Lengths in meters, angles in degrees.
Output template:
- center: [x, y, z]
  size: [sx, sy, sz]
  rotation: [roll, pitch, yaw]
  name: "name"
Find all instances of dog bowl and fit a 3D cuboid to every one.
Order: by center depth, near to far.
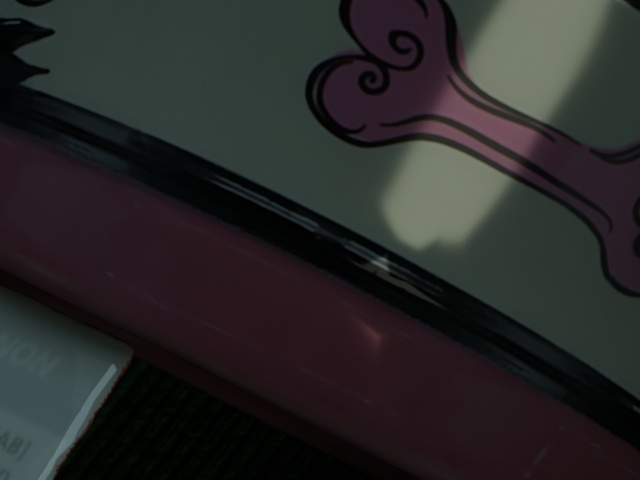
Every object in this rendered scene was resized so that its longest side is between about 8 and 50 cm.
- center: [0.000, 0.000, 0.513]
  size: [0.408, 0.408, 0.150]
  rotation: [23, 80, 29]
  name: "dog bowl"

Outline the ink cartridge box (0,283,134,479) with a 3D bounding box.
- center: [-0.256, 0.162, 0.401]
  size: [0.308, 0.091, 0.385]
  rotation: [19, 69, 27]
  name: "ink cartridge box"
